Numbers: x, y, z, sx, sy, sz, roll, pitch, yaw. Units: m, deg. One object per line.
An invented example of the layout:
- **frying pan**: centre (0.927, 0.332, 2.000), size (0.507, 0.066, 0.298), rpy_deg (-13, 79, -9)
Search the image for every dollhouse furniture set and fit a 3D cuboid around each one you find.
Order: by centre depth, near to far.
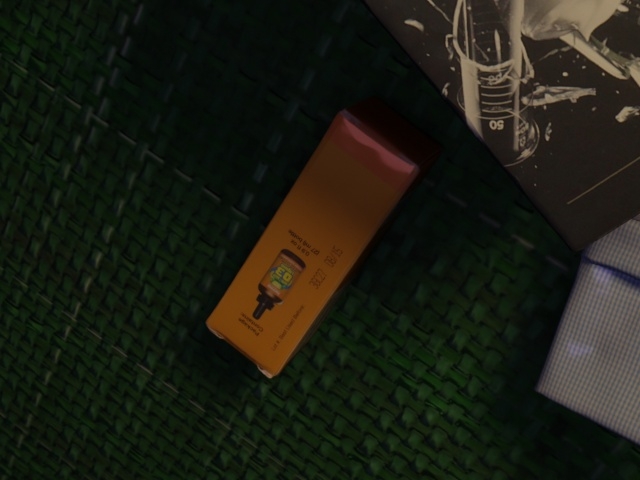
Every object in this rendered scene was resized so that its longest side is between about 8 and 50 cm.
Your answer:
- **dollhouse furniture set**: centre (0.227, 0.115, 0.615), size (0.303, 0.198, 0.286), rpy_deg (28, 109, 31)

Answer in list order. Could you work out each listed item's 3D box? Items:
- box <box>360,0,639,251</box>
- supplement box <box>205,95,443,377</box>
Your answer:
- **box**: centre (0.180, -0.227, 0.515), size (0.343, 0.179, 0.312), rpy_deg (-36, 110, 24)
- **supplement box**: centre (0.000, 0.000, 0.792), size (0.078, 0.080, 0.233), rpy_deg (38, 116, 7)
